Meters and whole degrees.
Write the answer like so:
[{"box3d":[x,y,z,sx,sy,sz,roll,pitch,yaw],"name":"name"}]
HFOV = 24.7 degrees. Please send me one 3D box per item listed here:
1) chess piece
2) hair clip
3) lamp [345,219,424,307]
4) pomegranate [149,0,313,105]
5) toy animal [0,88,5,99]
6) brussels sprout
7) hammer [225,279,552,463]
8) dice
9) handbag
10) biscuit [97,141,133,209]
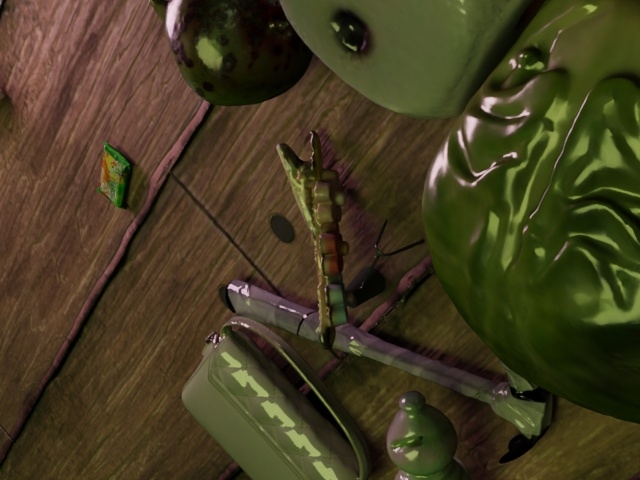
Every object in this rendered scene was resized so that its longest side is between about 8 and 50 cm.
[{"box3d":[0.115,0.259,1.479,0.139,0.139,0.272,17,136,38],"name":"chess piece"},{"box3d":[0.007,-0.001,1.436,0.056,0.062,0.214,-13,92,10],"name":"hair clip"},{"box3d":[0.052,0.030,1.448,0.041,0.054,0.121,44,143,10],"name":"lamp"},{"box3d":[-0.078,-0.199,1.350,0.169,0.148,0.149,-129,22,-59],"name":"pomegranate"},{"box3d":[-0.498,-0.220,1.764,0.282,0.140,0.138,28,146,33],"name":"toy animal"},{"box3d":[0.237,-0.045,1.009,0.289,0.281,0.355,32,139,36],"name":"brussels sprout"},{"box3d":[0.058,0.105,1.517,0.426,0.044,0.152,21,133,37],"name":"hammer"},{"box3d":[0.092,-0.219,1.086,0.194,0.193,0.192,44,147,13],"name":"dice"},{"box3d":[-0.039,0.200,1.658,0.256,0.079,0.219,46,144,9],"name":"handbag"},{"box3d":[-0.240,-0.073,1.704,0.046,0.016,0.089,40,141,17],"name":"biscuit"}]
